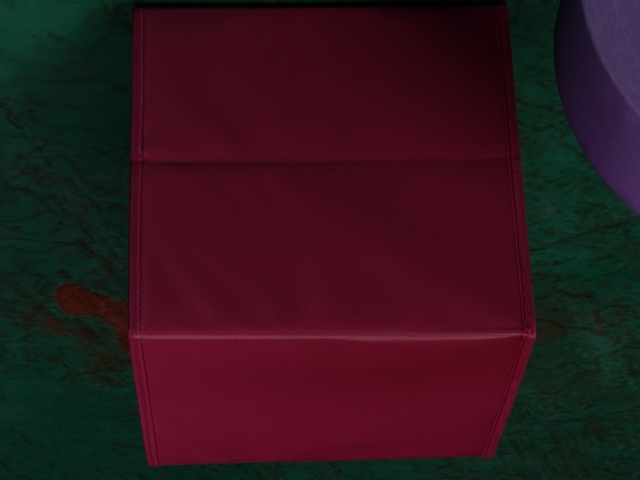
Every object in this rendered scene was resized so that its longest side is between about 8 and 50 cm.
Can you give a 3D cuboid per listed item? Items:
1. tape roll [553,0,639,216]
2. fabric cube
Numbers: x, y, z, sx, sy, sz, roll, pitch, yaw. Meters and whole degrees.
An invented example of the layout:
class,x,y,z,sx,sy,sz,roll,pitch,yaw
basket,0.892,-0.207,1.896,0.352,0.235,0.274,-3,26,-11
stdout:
class,x,y,z,sx,sy,sz,roll,pitch,yaw
tape roll,0.272,-0.118,1.018,0.274,0.275,0.090,1,155,-1
fabric cube,0.000,0.000,1.291,0.258,0.259,0.254,-1,154,-2
